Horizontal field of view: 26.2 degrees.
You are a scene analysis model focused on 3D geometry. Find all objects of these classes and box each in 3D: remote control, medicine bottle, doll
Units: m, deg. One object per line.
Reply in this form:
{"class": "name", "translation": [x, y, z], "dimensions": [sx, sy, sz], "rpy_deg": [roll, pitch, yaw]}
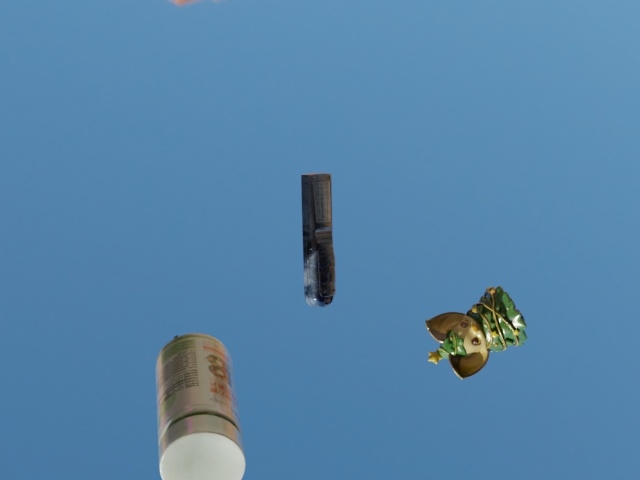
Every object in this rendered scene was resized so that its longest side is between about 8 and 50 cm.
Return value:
{"class": "remote control", "translation": [-0.001, 0.000, 1.556], "dimensions": [0.027, 0.152, 0.044], "rpy_deg": [0, -176, 44]}
{"class": "medicine bottle", "translation": [-0.125, 0.177, 1.410], "dimensions": [0.086, 0.086, 0.183], "rpy_deg": [11, -154, -14]}
{"class": "doll", "translation": [0.171, 0.105, 1.520], "dimensions": [0.078, 0.113, 0.077], "rpy_deg": [58, -174, 18]}
